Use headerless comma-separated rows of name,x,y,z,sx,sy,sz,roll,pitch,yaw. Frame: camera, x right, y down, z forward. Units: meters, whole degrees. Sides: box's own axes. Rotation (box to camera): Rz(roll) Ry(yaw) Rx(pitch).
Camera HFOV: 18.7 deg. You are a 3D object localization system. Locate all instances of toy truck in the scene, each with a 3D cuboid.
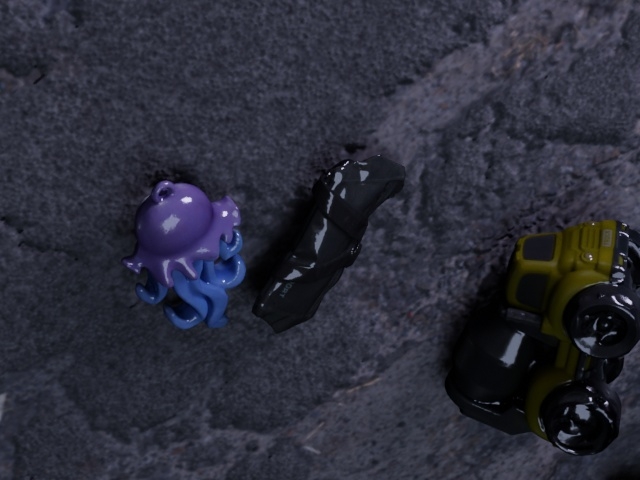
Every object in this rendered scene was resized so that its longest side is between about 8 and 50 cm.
toy truck,0.211,0.082,1.807,0.165,0.147,0.224,12,125,4

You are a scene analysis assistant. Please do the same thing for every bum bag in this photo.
bum bag,0.000,0.000,1.712,0.087,0.049,0.197,1,127,-52

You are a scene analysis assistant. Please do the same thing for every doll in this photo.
doll,-0.115,0.016,1.668,0.110,0.067,0.206,-33,142,-15
